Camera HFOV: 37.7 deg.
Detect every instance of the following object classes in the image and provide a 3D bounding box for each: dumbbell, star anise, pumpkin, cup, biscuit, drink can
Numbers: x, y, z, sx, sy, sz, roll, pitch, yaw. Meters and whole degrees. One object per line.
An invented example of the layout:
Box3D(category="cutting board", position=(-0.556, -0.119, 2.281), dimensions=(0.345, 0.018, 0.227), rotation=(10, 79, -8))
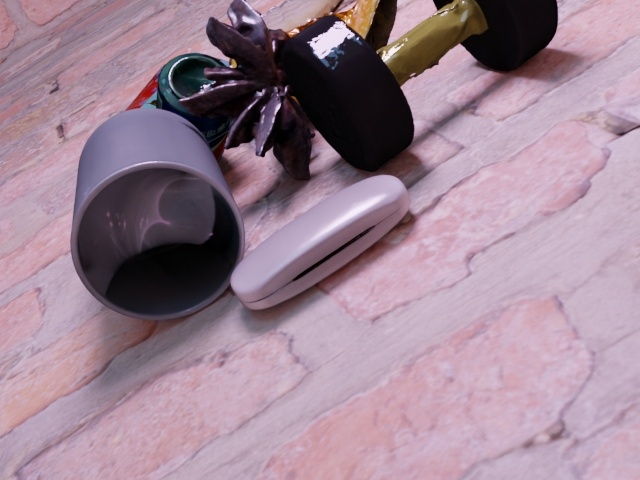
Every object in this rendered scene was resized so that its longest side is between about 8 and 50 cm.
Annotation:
Box3D(category="dumbbell", position=(0.131, -0.258, 1.236), dimensions=(0.322, 0.204, 0.204), rotation=(-36, 28, -10))
Box3D(category="star anise", position=(-0.086, -0.212, 1.322), dimensions=(0.129, 0.283, 0.212), rotation=(-15, 3, 36))
Box3D(category="pumpkin", position=(0.023, -0.280, 1.500), dimensions=(0.312, 0.148, 0.169), rotation=(-28, 65, 22))
Box3D(category="cup", position=(-0.221, -0.054, 1.240), dimensions=(0.205, 0.205, 0.312), rotation=(-30, 26, 1))
Box3D(category="biscuit", position=(-0.072, -0.451, 1.926), dimensions=(0.265, 0.040, 0.188), rotation=(-33, 30, -5))
Box3D(category="drink can", position=(-0.196, -0.188, 1.439), dimensions=(0.118, 0.118, 0.205), rotation=(-45, -9, -26))

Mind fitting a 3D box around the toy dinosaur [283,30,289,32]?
Box3D(category="toy dinosaur", position=(-0.096, -0.332, 1.744), dimensions=(0.286, 0.070, 0.139), rotation=(-32, 16, 10))

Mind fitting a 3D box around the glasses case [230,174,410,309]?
Box3D(category="glasses case", position=(0.000, 0.000, 1.090), dimensions=(0.233, 0.059, 0.092), rotation=(-35, 26, -7))

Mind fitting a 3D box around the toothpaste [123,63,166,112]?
Box3D(category="toothpaste", position=(-0.319, -0.234, 1.769), dimensions=(0.066, 0.076, 0.320), rotation=(-13, 32, 30))

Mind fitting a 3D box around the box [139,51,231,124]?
Box3D(category="box", position=(-0.224, -0.228, 1.623), dimensions=(0.162, 0.041, 0.229), rotation=(22, 61, 30))
